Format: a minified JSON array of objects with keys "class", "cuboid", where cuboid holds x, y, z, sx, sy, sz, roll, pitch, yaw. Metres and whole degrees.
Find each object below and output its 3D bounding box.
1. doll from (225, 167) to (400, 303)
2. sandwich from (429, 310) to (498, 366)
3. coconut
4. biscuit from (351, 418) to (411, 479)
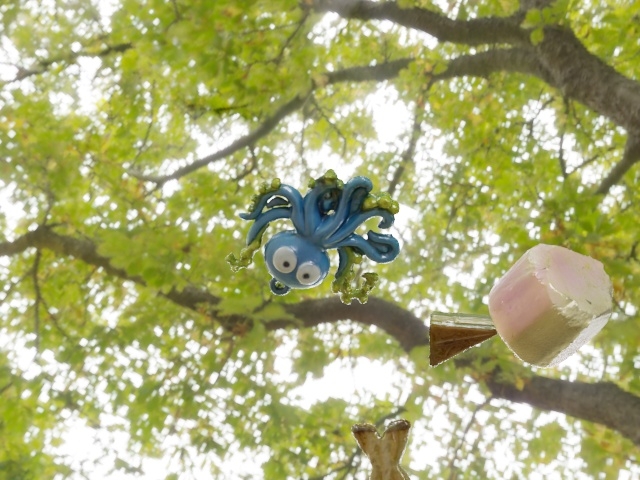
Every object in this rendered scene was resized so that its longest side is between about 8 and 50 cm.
[{"class":"doll","cuboid":[0.000,0.000,1.595,0.346,0.099,0.341,29,-61,-15]},{"class":"sandwich","cuboid":[0.337,0.235,1.781,0.163,0.079,0.114,2,-67,11]},{"class":"coconut","cuboid":[0.469,0.143,1.572,0.233,0.233,0.245,30,-44,-3]},{"class":"biscuit","cuboid":[0.159,0.536,1.810,0.164,0.208,0.047,-15,-13,31]}]
